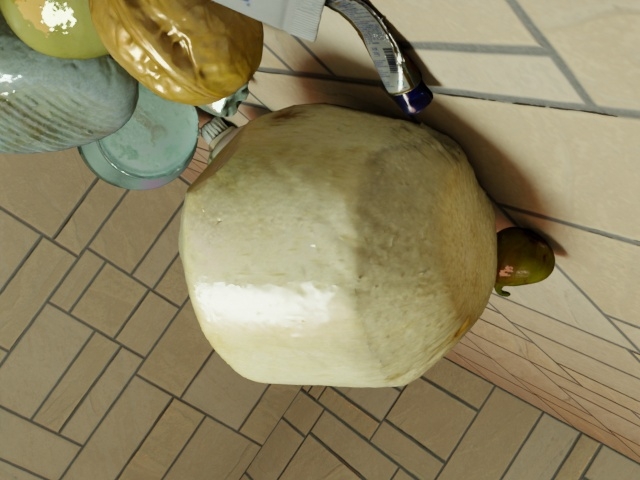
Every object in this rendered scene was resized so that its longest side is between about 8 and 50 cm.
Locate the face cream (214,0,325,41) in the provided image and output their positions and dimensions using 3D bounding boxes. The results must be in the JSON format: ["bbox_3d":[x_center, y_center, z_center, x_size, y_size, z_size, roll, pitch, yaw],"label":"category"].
[{"bbox_3d":[-0.178,-0.318,0.700,0.420,0.137,0.235,26,163,0],"label":"face cream"}]

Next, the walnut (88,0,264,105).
[{"bbox_3d":[-0.156,-0.238,0.893,0.207,0.159,0.159,43,170,-35],"label":"walnut"}]

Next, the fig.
[{"bbox_3d":[0.250,0.031,1.068,0.084,0.098,0.082,13,-150,-48],"label":"fig"}]

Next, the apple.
[{"bbox_3d":[-0.296,-0.309,0.970,0.200,0.200,0.200,34,173,5],"label":"apple"}]

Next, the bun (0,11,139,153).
[{"bbox_3d":[-0.477,-0.272,1.337,0.362,0.211,0.362,-3,163,-1],"label":"bun"}]

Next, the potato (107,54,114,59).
[{"bbox_3d":[-0.362,-0.378,1.153,0.243,0.098,0.138,37,172,3],"label":"potato"}]

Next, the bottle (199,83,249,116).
[{"bbox_3d":[-0.229,-0.283,1.237,0.270,0.083,0.083,35,173,11],"label":"bottle"}]

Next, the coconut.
[{"bbox_3d":[0.000,0.000,1.027,0.415,0.344,0.415,14,149,9],"label":"coconut"}]

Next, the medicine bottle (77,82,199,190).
[{"bbox_3d":[-0.366,-0.222,1.654,0.245,0.245,0.290,37,173,-17],"label":"medicine bottle"}]

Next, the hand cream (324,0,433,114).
[{"bbox_3d":[0.051,-0.188,0.788,0.163,0.039,0.062,45,171,-29],"label":"hand cream"}]

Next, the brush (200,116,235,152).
[{"bbox_3d":[-0.225,-0.217,1.791,0.065,0.070,0.327,53,174,-2],"label":"brush"}]

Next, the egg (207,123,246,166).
[{"bbox_3d":[-0.101,-0.111,1.387,0.217,0.183,0.183,23,168,30],"label":"egg"}]
